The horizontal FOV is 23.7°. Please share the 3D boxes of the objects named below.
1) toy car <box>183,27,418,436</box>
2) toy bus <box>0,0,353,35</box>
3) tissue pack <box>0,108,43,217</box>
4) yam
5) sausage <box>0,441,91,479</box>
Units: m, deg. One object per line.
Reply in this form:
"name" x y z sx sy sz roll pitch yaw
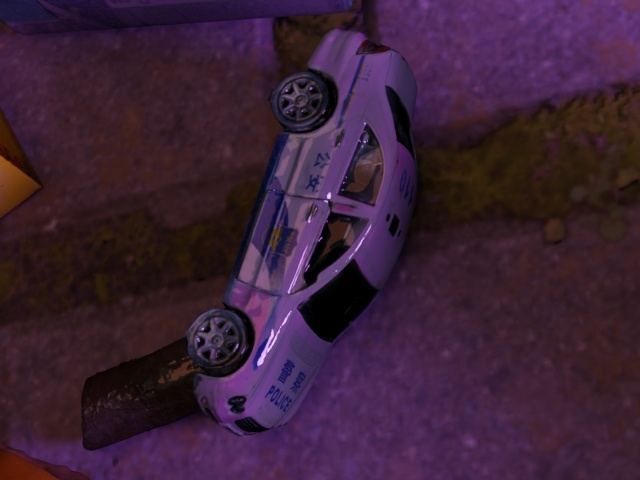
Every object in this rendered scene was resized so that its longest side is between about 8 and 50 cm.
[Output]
"toy car" 0.000 0.000 0.822 0.076 0.090 0.224 14 76 20
"toy bus" -0.097 -0.181 0.922 0.261 0.109 0.091 2 72 25
"tissue pack" -0.252 -0.096 0.961 0.062 0.095 0.176 -36 60 5
"yam" -0.096 0.084 0.855 0.094 0.043 0.043 -21 64 13
"sausage" -0.222 0.277 0.793 0.134 0.116 0.354 19 81 13
